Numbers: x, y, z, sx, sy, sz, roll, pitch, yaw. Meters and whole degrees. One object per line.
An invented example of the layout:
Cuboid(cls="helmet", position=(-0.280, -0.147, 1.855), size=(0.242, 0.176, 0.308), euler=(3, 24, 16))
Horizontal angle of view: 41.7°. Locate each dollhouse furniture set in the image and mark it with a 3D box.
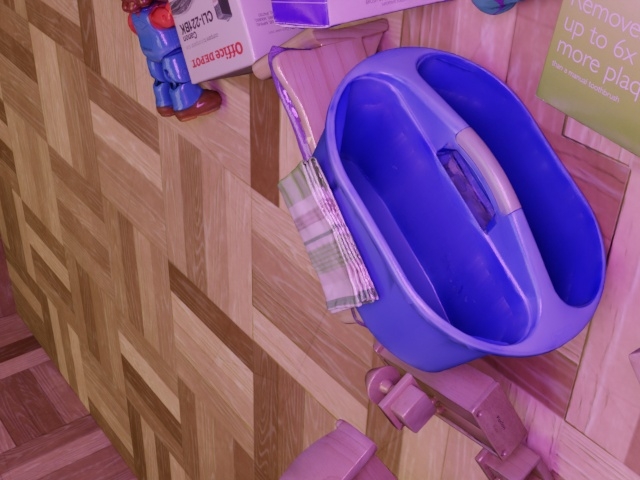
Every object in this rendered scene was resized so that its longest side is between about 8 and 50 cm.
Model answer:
Cuboid(cls="dollhouse furniture set", position=(0.053, 0.293, 0.959), size=(0.173, 0.355, 0.303), euler=(28, 159, 51))

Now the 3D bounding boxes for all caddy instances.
Cuboid(cls="caddy", position=(0.133, -0.033, 0.847), size=(0.341, 0.241, 0.179), euler=(60, 152, 13))

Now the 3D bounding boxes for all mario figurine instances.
Cuboid(cls="mario figurine", position=(-0.236, -0.367, 1.364), size=(0.197, 0.170, 0.321), euler=(-3, 122, 20))

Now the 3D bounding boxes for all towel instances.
Cuboid(cls="towel", position=(0.000, 0.000, 0.840), size=(0.152, 0.023, 0.113), euler=(66, 158, 2))

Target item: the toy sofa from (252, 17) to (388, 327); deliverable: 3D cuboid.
Cuboid(cls="toy sofa", position=(0.028, -0.075, 1.041), size=(0.150, 0.177, 0.363), euler=(-12, 99, 58))

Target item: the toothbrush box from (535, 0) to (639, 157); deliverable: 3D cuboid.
Cuboid(cls="toothbrush box", position=(0.302, -0.196, 0.606), size=(0.206, 0.122, 0.283), euler=(42, 138, 36))

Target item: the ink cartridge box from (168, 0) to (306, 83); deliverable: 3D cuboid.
Cuboid(cls="ink cartridge box", position=(-0.127, -0.369, 1.162), size=(0.197, 0.114, 0.273), euler=(1, 109, 56))

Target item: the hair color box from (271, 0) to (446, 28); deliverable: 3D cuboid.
Cuboid(cls="hair color box", position=(0.032, -0.399, 0.837), size=(0.110, 0.185, 0.339), euler=(19, 124, 51))

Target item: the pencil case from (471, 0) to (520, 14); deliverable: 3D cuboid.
Cuboid(cls="pencil case", position=(0.205, -0.255, 0.771), size=(0.151, 0.070, 0.065), euler=(3, 75, 59))

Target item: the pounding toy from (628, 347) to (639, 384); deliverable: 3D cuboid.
Cuboid(cls="pounding toy", position=(0.360, 0.095, 0.713), size=(0.181, 0.094, 0.206), euler=(-26, 86, 58))
